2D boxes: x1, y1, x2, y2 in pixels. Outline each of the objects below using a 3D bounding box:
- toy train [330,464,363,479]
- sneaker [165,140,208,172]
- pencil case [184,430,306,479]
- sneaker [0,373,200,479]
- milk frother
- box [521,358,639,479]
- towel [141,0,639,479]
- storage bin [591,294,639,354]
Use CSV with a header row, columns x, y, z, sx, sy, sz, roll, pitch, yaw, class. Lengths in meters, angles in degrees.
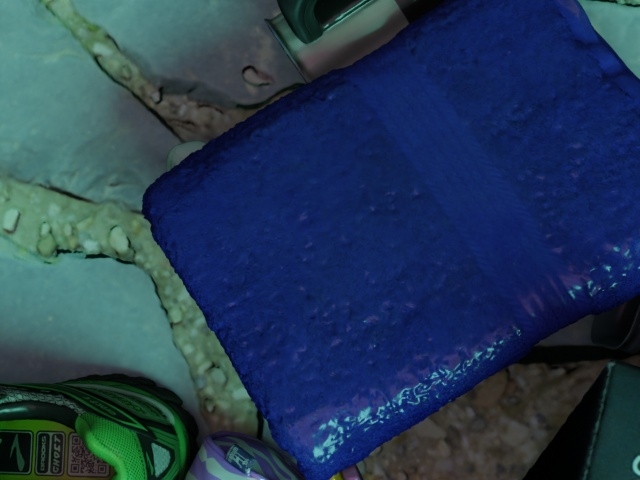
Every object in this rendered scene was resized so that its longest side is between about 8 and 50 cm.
x,y,z,sx,sy,sz,roll,pitch,yaw,class
0.043,0.162,0.922,0.166,0.046,0.125,39,91,7,toy train
0.000,0.000,0.926,0.235,0.090,0.095,37,73,5,sneaker
-0.075,0.225,0.903,0.088,0.086,0.206,29,99,16,pencil case
-0.260,0.143,0.902,0.343,0.146,0.134,-8,84,6,sneaker
0.020,-0.182,0.928,0.134,0.129,0.143,-34,41,2,milk frother
0.295,0.377,0.697,0.471,0.297,0.480,16,68,4,box
0.068,-0.016,0.839,0.308,0.076,0.228,-31,67,-4,towel
0.250,0.022,0.891,0.091,0.098,0.135,21,89,-4,storage bin
